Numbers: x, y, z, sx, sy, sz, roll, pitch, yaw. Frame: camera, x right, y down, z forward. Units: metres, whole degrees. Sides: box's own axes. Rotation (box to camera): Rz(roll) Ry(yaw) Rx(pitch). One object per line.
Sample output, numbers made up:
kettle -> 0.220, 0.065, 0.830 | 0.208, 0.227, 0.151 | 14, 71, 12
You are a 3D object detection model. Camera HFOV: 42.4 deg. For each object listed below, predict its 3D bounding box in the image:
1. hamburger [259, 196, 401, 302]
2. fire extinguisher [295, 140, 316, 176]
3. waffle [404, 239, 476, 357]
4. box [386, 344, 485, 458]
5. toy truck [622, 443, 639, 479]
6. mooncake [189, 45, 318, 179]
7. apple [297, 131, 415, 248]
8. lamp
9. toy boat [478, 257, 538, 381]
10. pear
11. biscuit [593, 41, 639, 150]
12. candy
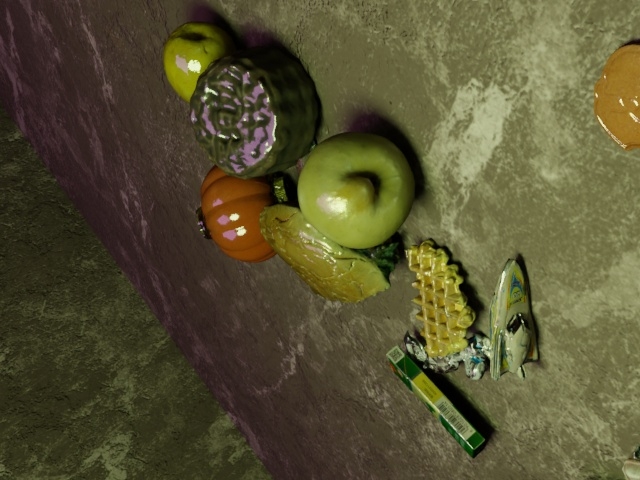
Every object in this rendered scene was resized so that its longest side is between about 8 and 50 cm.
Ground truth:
hamburger -> 0.000, 0.000, 1.484 | 0.211, 0.132, 0.309 | 45, 164, -26
fire extinguisher -> -0.018, -0.134, 1.526 | 0.078, 0.045, 0.157 | 11, 128, 41
waffle -> 0.191, 0.097, 1.373 | 0.192, 0.046, 0.160 | 63, 151, 12
box -> 0.217, 0.305, 1.556 | 0.235, 0.034, 0.132 | 47, 173, 22
toy truck -> 0.495, 0.299, 0.979 | 0.114, 0.135, 0.270 | 62, 154, -10
mooncake -> -0.124, -0.220, 1.438 | 0.228, 0.124, 0.228 | 14, 116, 31
apple -> 0.055, -0.081, 1.296 | 0.200, 0.200, 0.200 | 42, 150, 31
lamp -> -0.151, -0.062, 1.665 | 0.223, 0.197, 0.223 | -20, -90, -79
toy boat -> 0.283, 0.116, 1.235 | 0.066, 0.084, 0.210 | 43, 147, 54
pear -> -0.223, -0.334, 1.561 | 0.149, 0.149, 0.162 | 43, 161, 28
biscuit -> 0.341, -0.152, 0.891 | 0.102, 0.019, 0.130 | 43, 152, 31
candy -> 0.223, 0.198, 1.461 | 0.226, 0.051, 0.094 | -13, 96, 61
